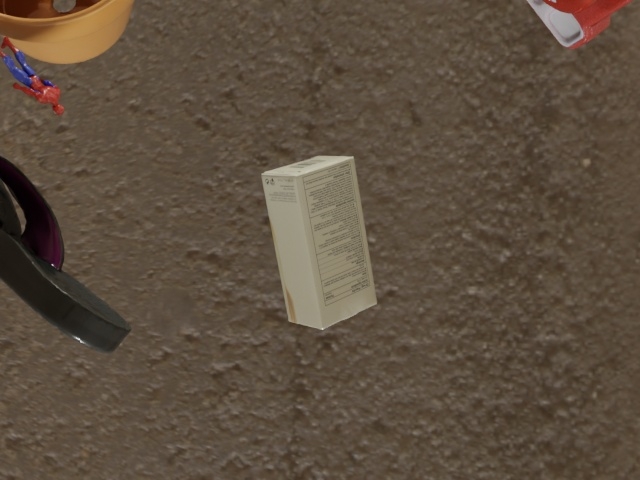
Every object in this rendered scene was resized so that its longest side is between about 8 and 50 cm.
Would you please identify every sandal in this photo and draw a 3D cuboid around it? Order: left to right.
[{"bbox_3d":[-0.382,-0.025,1.128,0.107,0.446,0.167,-53,158,-3],"label":"sandal"}]

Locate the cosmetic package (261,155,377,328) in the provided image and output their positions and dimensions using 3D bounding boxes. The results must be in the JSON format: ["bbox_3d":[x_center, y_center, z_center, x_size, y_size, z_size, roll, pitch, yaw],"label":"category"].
[{"bbox_3d":[0.000,0.000,0.662,0.060,0.041,0.115,-20,108,-38],"label":"cosmetic package"}]

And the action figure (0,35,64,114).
[{"bbox_3d":[-0.343,-0.190,1.074,0.115,0.030,0.038,44,38,7],"label":"action figure"}]

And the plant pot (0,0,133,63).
[{"bbox_3d":[-0.380,-0.384,1.294,0.291,0.203,0.290,2,72,-5],"label":"plant pot"}]

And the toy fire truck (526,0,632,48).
[{"bbox_3d":[0.216,-0.343,0.918,0.169,0.254,0.302,-41,93,-9],"label":"toy fire truck"}]
